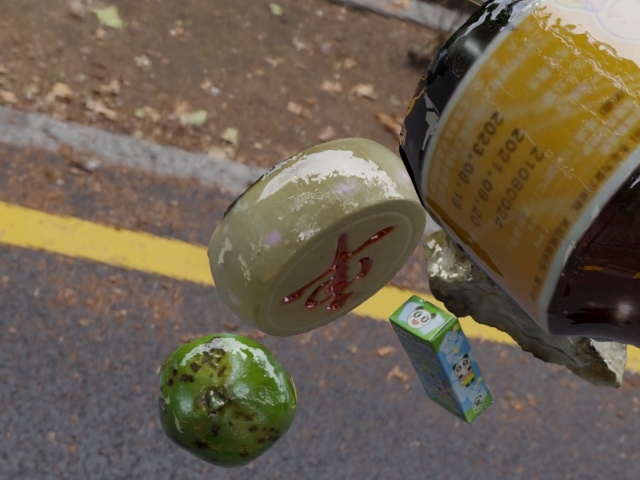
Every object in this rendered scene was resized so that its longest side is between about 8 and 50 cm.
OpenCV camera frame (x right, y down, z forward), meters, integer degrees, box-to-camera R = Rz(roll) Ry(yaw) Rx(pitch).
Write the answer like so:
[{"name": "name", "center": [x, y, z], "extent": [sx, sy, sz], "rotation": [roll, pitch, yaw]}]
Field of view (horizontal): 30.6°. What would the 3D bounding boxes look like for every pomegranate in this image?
[{"name": "pomegranate", "center": [-0.094, 0.175, 1.212], "extent": [0.143, 0.169, 0.122], "rotation": [-13, 65, -6]}]

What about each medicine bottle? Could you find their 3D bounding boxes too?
[{"name": "medicine bottle", "center": [0.252, 0.000, 0.749], "extent": [0.243, 0.242, 0.395], "rotation": [-15, 53, -45]}]

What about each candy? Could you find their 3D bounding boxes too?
[{"name": "candy", "center": [0.181, 0.177, 1.738], "extent": [0.062, 0.194, 0.097], "rotation": [-40, 38, -17]}]

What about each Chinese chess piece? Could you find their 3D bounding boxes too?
[{"name": "Chinese chess piece", "center": [0.000, 0.000, 1.285], "extent": [0.251, 0.250, 0.097], "rotation": [-11, 55, -43]}]

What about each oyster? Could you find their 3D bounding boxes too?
[{"name": "oyster", "center": [0.187, 0.025, 1.070], "extent": [0.341, 0.110, 0.166], "rotation": [23, 70, -45]}]

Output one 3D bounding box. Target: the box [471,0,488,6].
[{"name": "box", "center": [0.151, -0.279, 1.034], "extent": [0.182, 0.133, 0.099], "rotation": [34, 26, 19]}]
